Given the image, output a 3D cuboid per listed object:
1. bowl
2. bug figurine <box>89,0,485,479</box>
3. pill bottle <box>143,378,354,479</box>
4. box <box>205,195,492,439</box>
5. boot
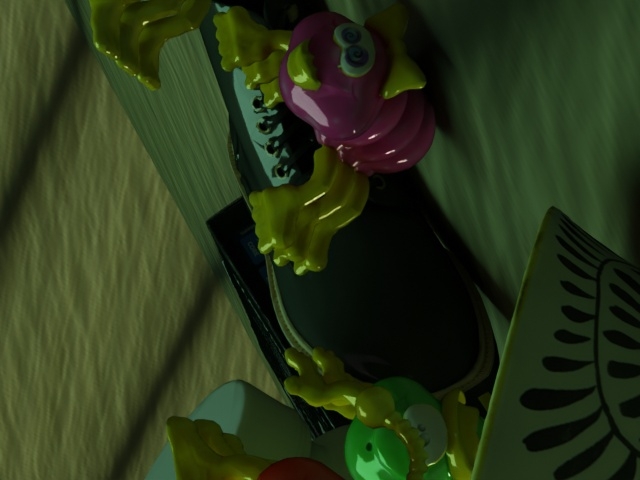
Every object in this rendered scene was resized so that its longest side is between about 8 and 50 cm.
[{"bbox_3d":[0.074,0.082,0.451,0.170,0.080,0.170,12,-90,-81],"label":"bowl"},{"bbox_3d":[0.000,0.000,0.555,0.216,0.072,0.279,30,-135,-69],"label":"bug figurine"},{"bbox_3d":[0.031,0.142,0.724,0.208,0.117,0.117,35,-179,-15],"label":"pill bottle"},{"bbox_3d":[0.066,0.138,0.985,0.322,0.079,0.257,57,176,21],"label":"box"},{"bbox_3d":[-0.003,-0.032,0.747,0.198,0.077,0.137,52,166,44],"label":"boot"}]
